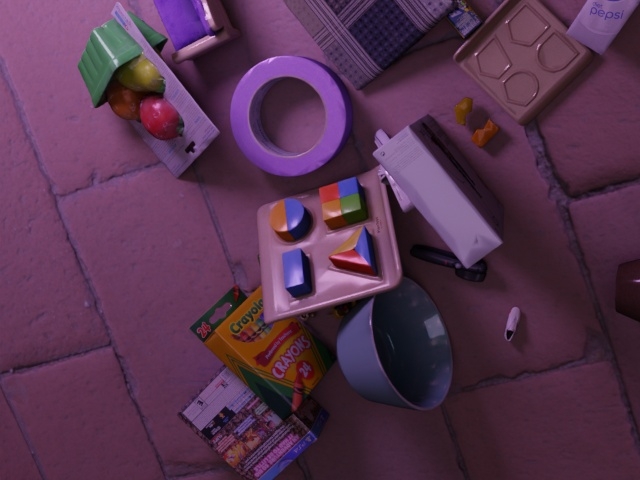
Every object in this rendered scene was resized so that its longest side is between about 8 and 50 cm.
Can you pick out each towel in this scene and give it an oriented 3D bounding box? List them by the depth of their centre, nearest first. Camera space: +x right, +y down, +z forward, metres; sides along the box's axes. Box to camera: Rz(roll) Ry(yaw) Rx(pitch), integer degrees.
[{"bbox_3d":[0.093,-0.544,1.682,0.312,0.056,0.324,-37,93,35],"label":"towel"}]

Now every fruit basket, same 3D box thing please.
[{"bbox_3d":[-0.391,-0.338,1.777,0.353,0.165,0.327,46,150,-8],"label":"fruit basket"}]

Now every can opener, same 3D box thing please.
[{"bbox_3d":[0.299,0.047,1.785,0.186,0.059,0.073,17,106,9],"label":"can opener"}]

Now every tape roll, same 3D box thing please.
[{"bbox_3d":[-0.067,-0.290,1.783,0.275,0.090,0.274,3,104,13],"label":"tape roll"}]

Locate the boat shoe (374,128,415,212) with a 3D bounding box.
[{"bbox_3d":[0.161,-0.158,1.711,0.076,0.083,0.226,-38,50,14],"label":"boat shoe"}]

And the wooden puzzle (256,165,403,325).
[{"bbox_3d":[0.000,0.000,1.741,0.348,0.080,0.322,-20,56,18],"label":"wooden puzzle"}]

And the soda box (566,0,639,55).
[{"bbox_3d":[0.611,-0.518,1.513,0.091,0.098,0.286,35,131,8],"label":"soda box"}]

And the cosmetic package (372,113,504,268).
[{"bbox_3d":[0.260,-0.118,1.592,0.097,0.377,0.284,-37,93,18],"label":"cosmetic package"}]

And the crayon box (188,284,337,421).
[{"bbox_3d":[-0.136,0.252,1.853,0.318,0.202,0.081,43,135,1],"label":"crayon box"}]

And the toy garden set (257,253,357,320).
[{"bbox_3d":[-0.021,0.113,1.880,0.244,0.049,0.203,-12,99,15],"label":"toy garden set"}]

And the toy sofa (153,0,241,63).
[{"bbox_3d":[-0.335,-0.597,1.732,0.150,0.177,0.362,-22,97,16],"label":"toy sofa"}]

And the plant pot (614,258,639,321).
[{"bbox_3d":[0.757,0.112,1.633,0.231,0.215,0.215,3,103,28],"label":"plant pot"}]

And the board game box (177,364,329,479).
[{"bbox_3d":[-0.168,0.442,1.938,0.291,0.141,0.232,44,108,1],"label":"board game box"}]

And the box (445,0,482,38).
[{"bbox_3d":[0.278,-0.519,1.665,0.054,0.059,0.169,-40,91,16],"label":"box"}]

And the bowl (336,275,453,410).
[{"bbox_3d":[0.153,0.250,1.766,0.163,0.311,0.311,-22,97,37],"label":"bowl"}]

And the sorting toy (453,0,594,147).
[{"bbox_3d":[0.408,-0.366,1.682,0.229,0.041,0.307,43,108,-5],"label":"sorting toy"}]

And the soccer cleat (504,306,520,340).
[{"bbox_3d":[0.451,0.197,1.795,0.029,0.035,0.083,17,106,9],"label":"soccer cleat"}]
